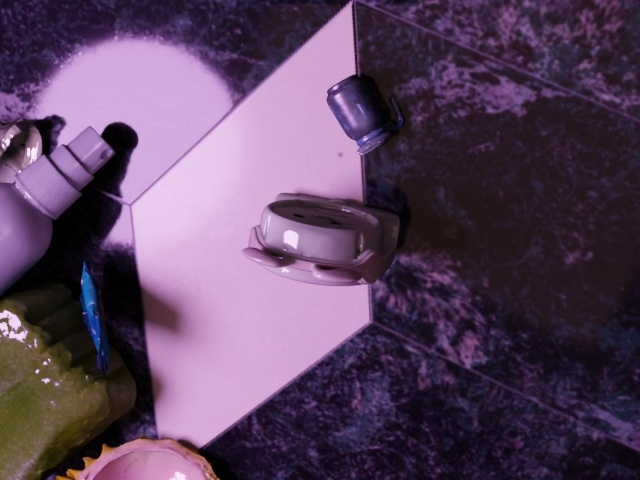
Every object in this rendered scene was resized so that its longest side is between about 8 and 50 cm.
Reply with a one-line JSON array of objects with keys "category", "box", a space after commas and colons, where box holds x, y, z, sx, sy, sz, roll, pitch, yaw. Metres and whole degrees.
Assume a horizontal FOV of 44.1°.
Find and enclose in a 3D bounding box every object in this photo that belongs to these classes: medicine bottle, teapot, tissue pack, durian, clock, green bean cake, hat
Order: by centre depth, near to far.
[{"category": "clock", "box": [0.000, 0.000, 0.839, 0.151, 0.191, 0.062, 12, 106, 10]}, {"category": "teapot", "box": [0.048, -0.142, 0.876, 0.049, 0.063, 0.083, -23, 101, 49]}, {"category": "medicine bottle", "box": [-0.387, -0.001, 0.931, 0.352, 0.110, 0.110, -44, 90, -7]}, {"category": "tissue pack", "box": [-0.273, 0.091, 0.952, 0.027, 0.138, 0.085, -13, 122, -17]}, {"category": "hat", "box": [-0.406, -0.072, 0.994, 0.122, 0.081, 0.166, -15, 119, -22]}, {"category": "durian", "box": [-0.258, 0.366, 1.010, 0.304, 0.186, 0.196, 4, 134, -5]}, {"category": "green bean cake", "box": [-0.376, 0.186, 1.012, 0.248, 0.125, 0.222, -35, 94, 21]}]
